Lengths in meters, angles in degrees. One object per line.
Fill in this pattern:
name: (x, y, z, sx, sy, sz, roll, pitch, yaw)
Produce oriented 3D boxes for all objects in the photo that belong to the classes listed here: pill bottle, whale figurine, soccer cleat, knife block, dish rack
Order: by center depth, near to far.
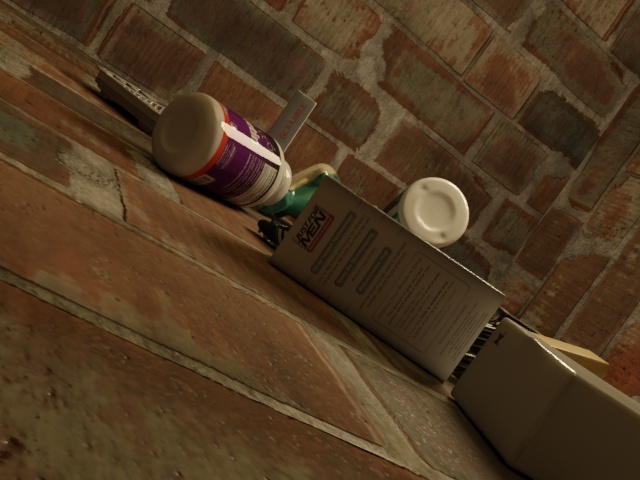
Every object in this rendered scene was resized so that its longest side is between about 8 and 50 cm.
knife block: (0.383, 0.207, 1.360, 0.242, 0.275, 0.088, 63, 0, -12)
soccer cleat: (-0.057, -0.003, 1.403, 0.179, 0.072, 0.060, 38, 6, 35)
pill bottle: (-0.202, -0.183, 1.544, 0.181, 0.181, 0.323, 38, 7, 34)
whale figurine: (-0.045, -0.108, 1.893, 0.141, 0.216, 0.272, 58, 33, 6)
dish rack: (-0.484, -0.359, 2.004, 0.333, 0.072, 0.285, 37, 5, 30)
pill bottle: (0.287, -0.049, 2.097, 0.204, 0.204, 0.361, 34, -13, -2)

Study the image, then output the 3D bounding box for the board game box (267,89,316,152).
board game box: (-0.130, -0.262, 1.958, 0.066, 0.319, 0.318, 34, 6, -7)

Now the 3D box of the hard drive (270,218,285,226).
hard drive: (-0.077, -0.009, 1.606, 0.094, 0.022, 0.135, 34, 5, -7)

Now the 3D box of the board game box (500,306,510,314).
board game box: (0.382, 0.185, 2.013, 0.291, 0.141, 0.232, 35, 5, 10)

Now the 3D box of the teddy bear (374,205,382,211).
teddy bear: (0.063, -0.097, 2.144, 0.245, 0.113, 0.338, 14, -7, -10)

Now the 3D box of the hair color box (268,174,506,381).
hair color box: (0.115, 0.062, 1.254, 0.374, 0.185, 0.113, 34, 6, 1)

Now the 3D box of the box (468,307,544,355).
box: (0.475, 0.268, 1.805, 0.180, 0.147, 0.077, 32, 5, -26)

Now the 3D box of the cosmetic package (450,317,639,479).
cosmetic package: (0.452, 0.324, 1.085, 0.453, 0.161, 0.230, 33, 6, -15)
